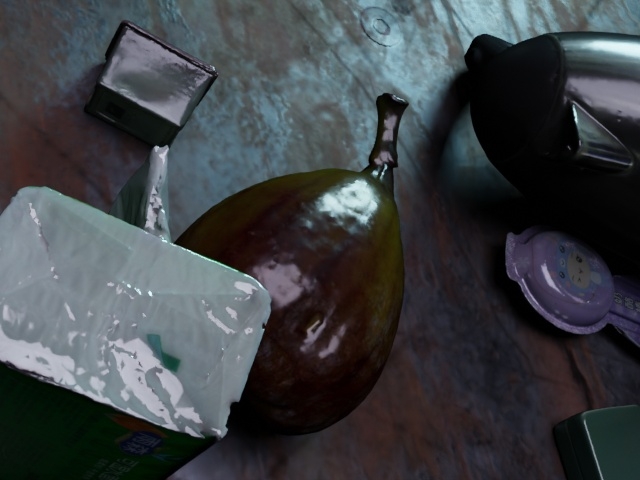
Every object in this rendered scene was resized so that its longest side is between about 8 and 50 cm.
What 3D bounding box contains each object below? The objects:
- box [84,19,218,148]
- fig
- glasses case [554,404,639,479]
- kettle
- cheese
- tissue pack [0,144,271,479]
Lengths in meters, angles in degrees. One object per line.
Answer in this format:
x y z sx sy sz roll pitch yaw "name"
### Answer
-0.134 -0.117 0.773 0.085 0.060 0.063 28 59 -15 "box"
-0.001 0.000 0.720 0.170 0.145 0.274 38 62 -12 "fig"
0.256 0.230 0.813 0.078 0.039 0.184 -1 65 -29 "glasses case"
0.261 -0.112 0.896 0.271 0.207 0.250 17 58 -19 "kettle"
0.244 0.044 0.905 0.191 0.042 0.105 22 56 -24 "cheese"
-0.136 0.056 0.582 0.148 0.209 0.156 27 54 -14 "tissue pack"
